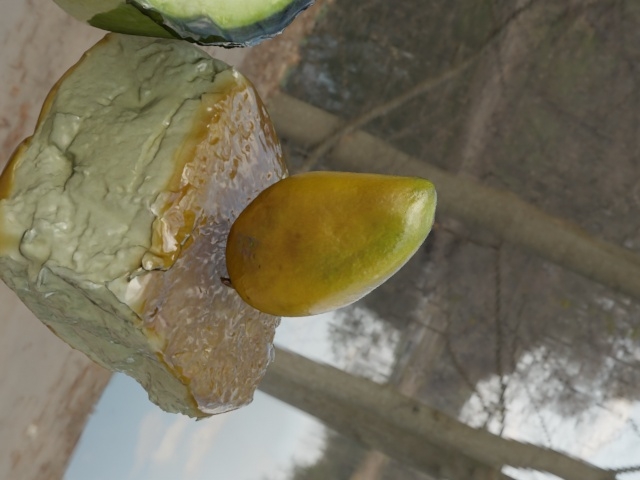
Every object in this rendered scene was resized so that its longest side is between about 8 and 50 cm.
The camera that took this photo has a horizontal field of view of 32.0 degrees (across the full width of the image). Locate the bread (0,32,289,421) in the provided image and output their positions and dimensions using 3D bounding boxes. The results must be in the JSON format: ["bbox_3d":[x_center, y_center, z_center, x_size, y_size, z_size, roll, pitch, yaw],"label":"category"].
[{"bbox_3d":[-0.138,-0.019,0.958,0.279,0.225,0.250,-65,148,-27],"label":"bread"}]

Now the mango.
[{"bbox_3d":[0.000,0.000,0.775,0.066,0.187,0.101,12,67,-51],"label":"mango"}]

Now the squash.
[{"bbox_3d":[-0.095,-0.247,0.787,0.133,0.220,0.220,20,-96,55],"label":"squash"}]
